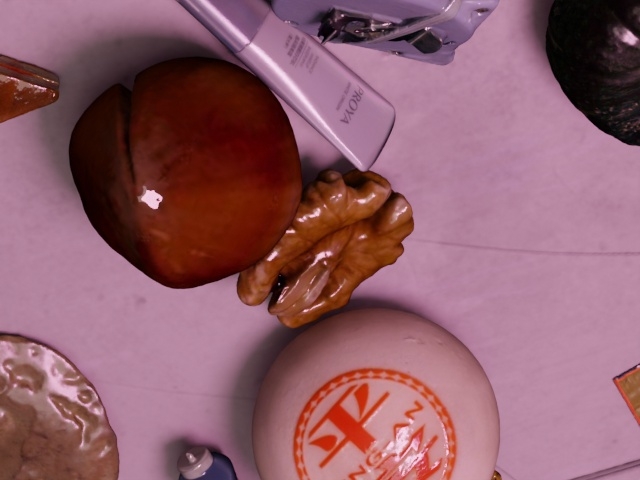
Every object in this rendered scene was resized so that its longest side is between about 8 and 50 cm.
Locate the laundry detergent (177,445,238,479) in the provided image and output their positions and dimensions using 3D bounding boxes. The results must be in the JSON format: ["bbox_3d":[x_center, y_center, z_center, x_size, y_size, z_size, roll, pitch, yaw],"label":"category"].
[{"bbox_3d":[-0.084,0.276,1.553,0.061,0.096,0.206,-28,118,1],"label":"laundry detergent"}]

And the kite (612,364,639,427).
[{"bbox_3d":[0.473,0.186,1.654,0.378,0.013,0.327,4,116,-12],"label":"kite"}]

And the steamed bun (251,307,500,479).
[{"bbox_3d":[0.052,0.177,1.461,0.232,0.145,0.231,0,88,-1],"label":"steamed bun"}]

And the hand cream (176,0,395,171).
[{"bbox_3d":[-0.035,-0.159,1.373,0.255,0.048,0.079,39,60,-21],"label":"hand cream"}]

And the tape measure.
[{"bbox_3d":[0.049,-0.208,1.295,0.181,0.182,0.107,7,83,-6],"label":"tape measure"}]

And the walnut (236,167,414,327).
[{"bbox_3d":[0.000,0.000,1.441,0.170,0.069,0.143,-42,136,13],"label":"walnut"}]

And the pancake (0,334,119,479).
[{"bbox_3d":[-0.306,0.194,1.505,0.242,0.050,0.242,-5,110,-14],"label":"pancake"}]

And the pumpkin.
[{"bbox_3d":[0.299,-0.173,1.370,0.212,0.152,0.211,-2,120,-4],"label":"pumpkin"}]

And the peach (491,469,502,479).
[{"bbox_3d":[0.099,0.269,1.575,0.172,0.092,0.127,-55,146,11],"label":"peach"}]

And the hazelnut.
[{"bbox_3d":[-0.118,-0.056,1.321,0.208,0.208,0.208,-4,116,-8],"label":"hazelnut"}]

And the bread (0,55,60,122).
[{"bbox_3d":[-0.280,-0.129,1.351,0.109,0.043,0.062,-24,119,4],"label":"bread"}]
